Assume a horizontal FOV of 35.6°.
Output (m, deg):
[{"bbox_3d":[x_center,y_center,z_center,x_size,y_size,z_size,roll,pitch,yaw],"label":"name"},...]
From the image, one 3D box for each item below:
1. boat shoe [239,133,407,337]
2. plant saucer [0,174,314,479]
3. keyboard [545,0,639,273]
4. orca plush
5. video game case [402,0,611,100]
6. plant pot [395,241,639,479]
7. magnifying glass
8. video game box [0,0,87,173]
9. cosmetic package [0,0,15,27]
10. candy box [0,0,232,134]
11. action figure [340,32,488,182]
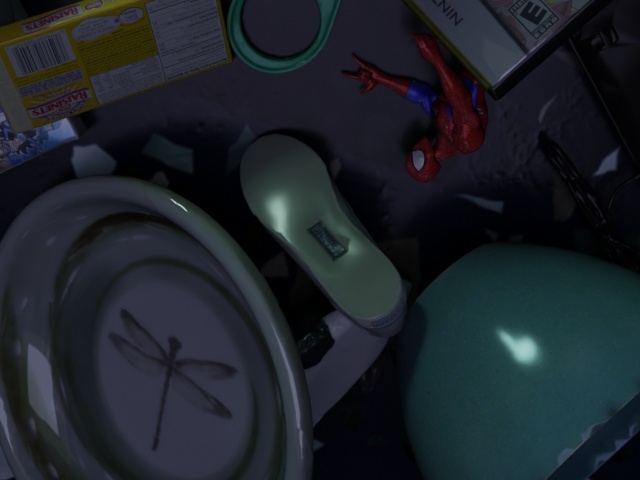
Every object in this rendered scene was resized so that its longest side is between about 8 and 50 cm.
[{"bbox_3d":[0.001,0.000,0.903,0.079,0.081,0.227,-33,61,-6],"label":"boat shoe"},{"bbox_3d":[-0.151,0.134,0.920,0.401,0.101,0.400,8,104,34],"label":"plant saucer"},{"bbox_3d":[0.314,-0.075,0.933,0.202,0.033,0.317,-32,104,5],"label":"keyboard"},{"bbox_3d":[-0.023,0.127,0.993,0.151,0.102,0.287,-4,126,-45],"label":"orca plush"},{"bbox_3d":[0.162,-0.293,0.796,0.275,0.035,0.248,-42,76,9],"label":"video game case"},{"bbox_3d":[0.180,0.115,0.893,0.290,0.290,0.195,-49,66,15],"label":"plant pot"},{"bbox_3d":[0.010,-0.242,0.885,0.231,0.026,0.092,-43,102,13],"label":"magnifying glass"},{"bbox_3d":[-0.344,-0.151,0.908,0.187,0.048,0.205,-22,106,9],"label":"video game box"},{"bbox_3d":[-0.462,-0.309,0.685,0.328,0.329,0.393,-12,98,4],"label":"cosmetic package"},{"bbox_3d":[-0.181,-0.164,0.856,0.206,0.027,0.105,-20,149,-10],"label":"candy box"},{"bbox_3d":[0.123,-0.186,0.868,0.139,0.091,0.280,23,106,-13],"label":"action figure"}]
